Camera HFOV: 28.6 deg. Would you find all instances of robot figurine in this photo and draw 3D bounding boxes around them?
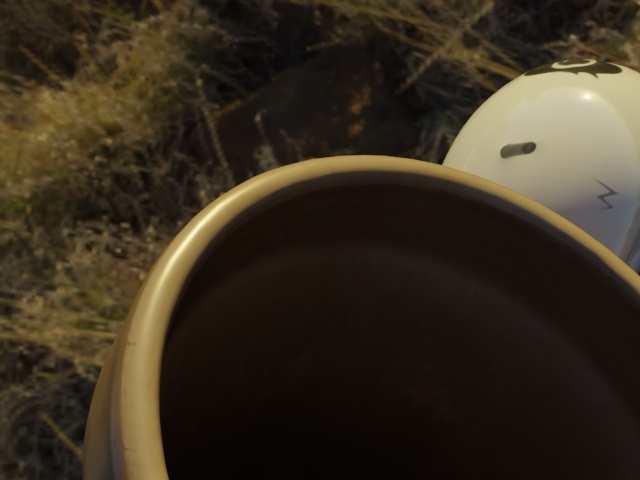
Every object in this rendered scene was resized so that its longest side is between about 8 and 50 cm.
[{"bbox_3d":[0.191,0.013,0.668,0.209,0.278,0.173,-61,16,24],"label":"robot figurine"}]

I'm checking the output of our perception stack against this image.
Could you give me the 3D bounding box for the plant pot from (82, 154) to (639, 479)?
[{"bbox_3d":[0.015,0.135,0.511,0.229,0.263,0.263,-56,44,47],"label":"plant pot"}]
